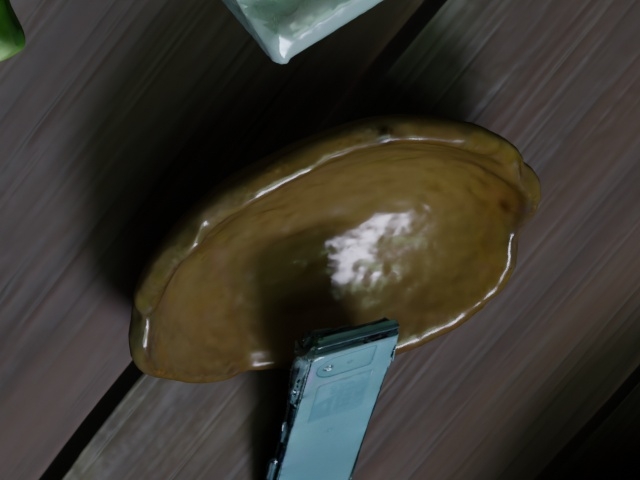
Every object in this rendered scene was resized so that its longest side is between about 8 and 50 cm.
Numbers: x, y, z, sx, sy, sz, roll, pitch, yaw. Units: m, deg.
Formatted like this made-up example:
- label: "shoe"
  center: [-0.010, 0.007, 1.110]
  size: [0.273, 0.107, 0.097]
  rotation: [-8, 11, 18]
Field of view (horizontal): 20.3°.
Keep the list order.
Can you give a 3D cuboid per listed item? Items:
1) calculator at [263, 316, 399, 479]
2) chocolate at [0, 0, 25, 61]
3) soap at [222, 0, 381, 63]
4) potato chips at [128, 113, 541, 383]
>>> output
- label: "calculator"
  center: [0.002, 0.094, 0.931]
  size: [0.057, 0.018, 0.172]
  rotation: [-12, 147, -17]
- label: "chocolate"
  center: [-0.289, -0.132, 0.552]
  size: [0.301, 0.137, 0.288]
  rotation: [-27, 108, -9]
- label: "soap"
  center: [0.050, -0.193, 0.716]
  size: [0.261, 0.150, 0.094]
  rotation: [-32, 135, -3]
- label: "potato chips"
  center: [0.001, -0.001, 0.867]
  size: [0.208, 0.061, 0.195]
  rotation: [-32, 147, 14]
